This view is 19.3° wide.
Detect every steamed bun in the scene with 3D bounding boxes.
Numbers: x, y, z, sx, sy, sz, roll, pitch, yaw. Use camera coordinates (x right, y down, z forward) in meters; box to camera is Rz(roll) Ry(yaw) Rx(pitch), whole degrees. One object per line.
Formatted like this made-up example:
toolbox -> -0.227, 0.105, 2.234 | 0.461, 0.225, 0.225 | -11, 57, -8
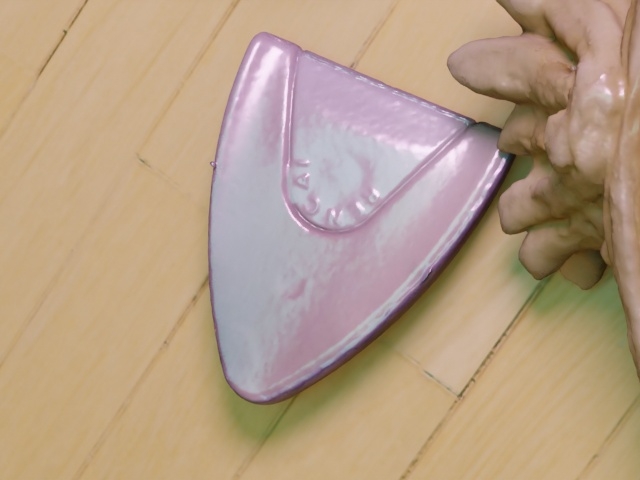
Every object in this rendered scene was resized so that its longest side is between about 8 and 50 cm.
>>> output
steamed bun -> 0.219, -0.079, 1.182 | 0.247, 0.189, 0.428 | -8, 108, -8

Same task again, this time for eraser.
eraser -> 0.000, 0.000, 1.319 | 0.204, 0.059, 0.243 | 25, 93, 14
